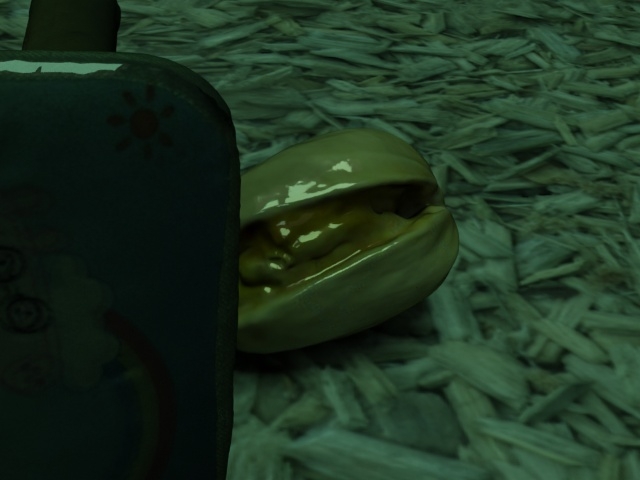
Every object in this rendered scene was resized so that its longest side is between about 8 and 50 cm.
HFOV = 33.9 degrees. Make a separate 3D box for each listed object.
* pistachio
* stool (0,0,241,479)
[{"bbox_3d":[0.000,0.000,0.793,0.230,0.157,0.157,-22,42,-28],"label":"pistachio"},{"bbox_3d":[-0.217,0.016,0.580,0.310,0.310,0.226,-4,30,-19],"label":"stool"}]
